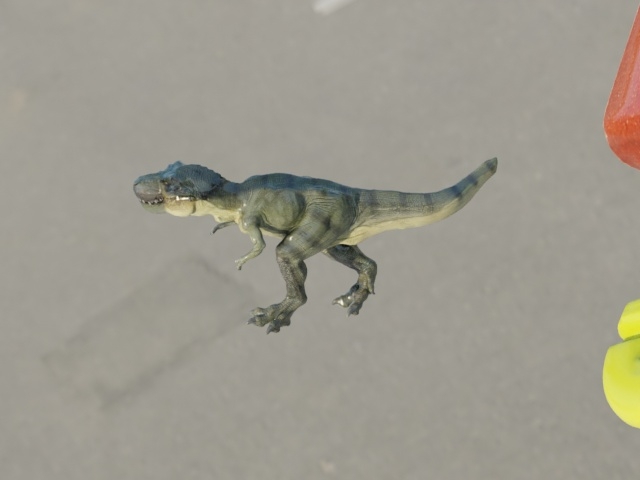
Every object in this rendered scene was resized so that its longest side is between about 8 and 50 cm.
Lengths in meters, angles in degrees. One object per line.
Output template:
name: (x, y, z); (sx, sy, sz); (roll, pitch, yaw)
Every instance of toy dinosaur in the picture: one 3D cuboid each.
toy dinosaur: (0.000, 0.000, 1.412); (0.268, 0.118, 0.064); (-1, 21, -19)

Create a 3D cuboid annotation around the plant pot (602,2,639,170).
plant pot: (0.303, -0.121, 0.719); (0.236, 0.267, 0.267); (169, 120, -72)

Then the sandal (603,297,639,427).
sandal: (0.293, 0.010, 1.299); (0.126, 0.138, 0.317); (-15, 45, 57)
